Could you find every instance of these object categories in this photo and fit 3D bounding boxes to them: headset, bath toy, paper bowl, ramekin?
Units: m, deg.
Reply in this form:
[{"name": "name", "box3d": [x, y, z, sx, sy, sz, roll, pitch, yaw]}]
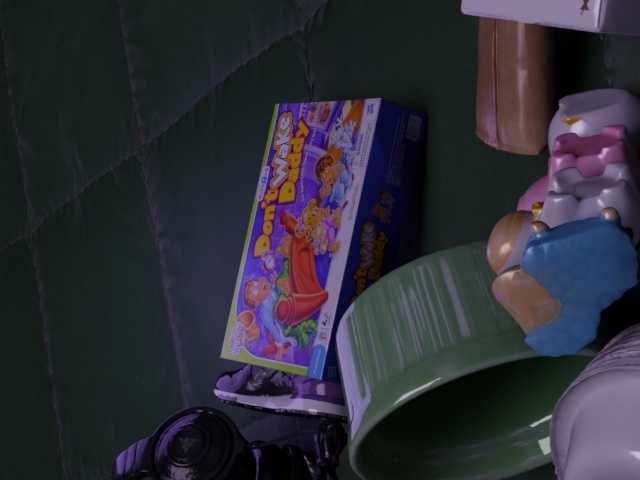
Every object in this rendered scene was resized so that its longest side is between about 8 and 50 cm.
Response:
[{"name": "headset", "box3d": [-0.114, 0.336, 1.932, 0.394, 0.243, 0.185, -30, 44, 36]}, {"name": "bath toy", "box3d": [0.248, -0.029, 1.378, 0.151, 0.348, 0.129, -8, 115, 21]}, {"name": "paper bowl", "box3d": [0.330, 0.220, 1.273, 0.284, 0.148, 0.284, 29, 140, 28]}, {"name": "ramekin", "box3d": [0.160, 0.129, 1.493, 0.303, 0.303, 0.148, -50, 44, 43]}]

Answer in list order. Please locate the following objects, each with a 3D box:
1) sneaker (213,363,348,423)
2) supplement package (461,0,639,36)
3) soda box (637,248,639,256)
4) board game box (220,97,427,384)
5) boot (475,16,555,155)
[{"name": "sneaker", "box3d": [-0.036, 0.176, 1.962, 0.283, 0.107, 0.124, -2, 75, 51]}, {"name": "supplement package", "box3d": [0.297, -0.269, 1.273, 0.177, 0.293, 0.175, 21, 109, 52]}, {"name": "soda box", "box3d": [0.419, 0.029, 1.282, 0.286, 0.098, 0.091, 39, 122, 48]}, {"name": "board game box", "box3d": [0.000, 0.000, 1.826, 0.233, 0.078, 0.347, 4, 80, 55]}, {"name": "boot", "box3d": [0.227, -0.220, 1.499, 0.236, 0.089, 0.269, -125, 31, -69]}]
